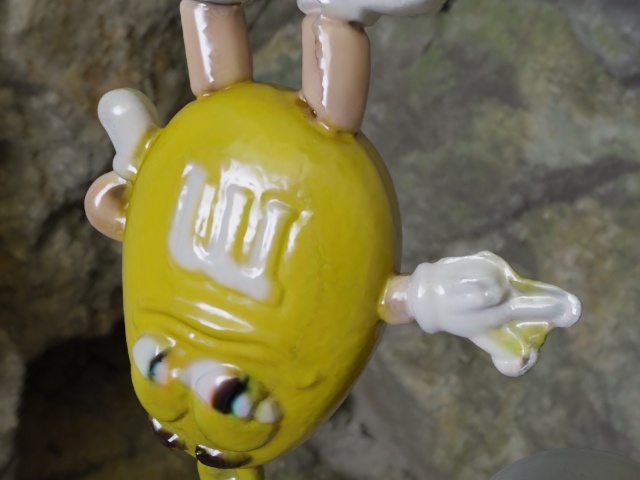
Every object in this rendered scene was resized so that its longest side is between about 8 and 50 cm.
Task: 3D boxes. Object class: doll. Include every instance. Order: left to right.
[{"bbox_3d":[-0.017,-0.033,1.015,0.161,0.348,0.423,-27,-81,-60],"label":"doll"}]

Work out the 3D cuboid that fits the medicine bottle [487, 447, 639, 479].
[{"bbox_3d":[0.189,0.299,1.135,0.238,0.238,0.232,34,-166,13],"label":"medicine bottle"}]
